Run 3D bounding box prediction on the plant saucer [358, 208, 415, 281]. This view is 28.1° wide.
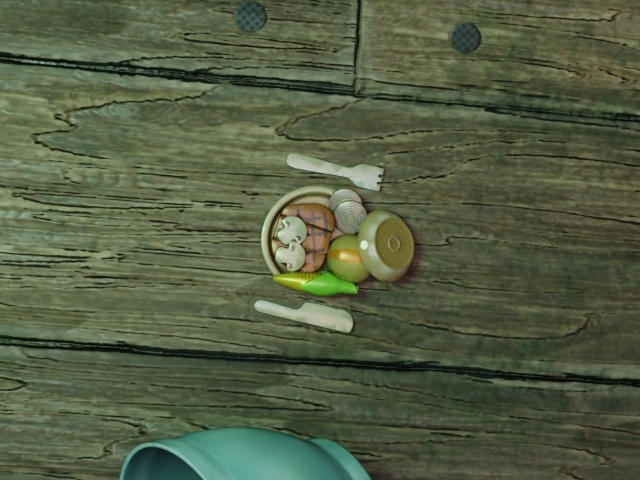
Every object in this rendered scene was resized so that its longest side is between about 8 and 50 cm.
[{"bbox_3d":[0.079,0.005,1.435,0.083,0.015,0.083,9,75,-37],"label":"plant saucer"}]

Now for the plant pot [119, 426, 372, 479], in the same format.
[{"bbox_3d":[-0.051,0.315,1.317,0.196,0.293,0.293,-18,90,-33],"label":"plant pot"}]

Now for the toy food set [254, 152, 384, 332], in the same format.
[{"bbox_3d":[0.000,0.000,1.434,0.132,0.038,0.192,11,87,-7],"label":"toy food set"}]
